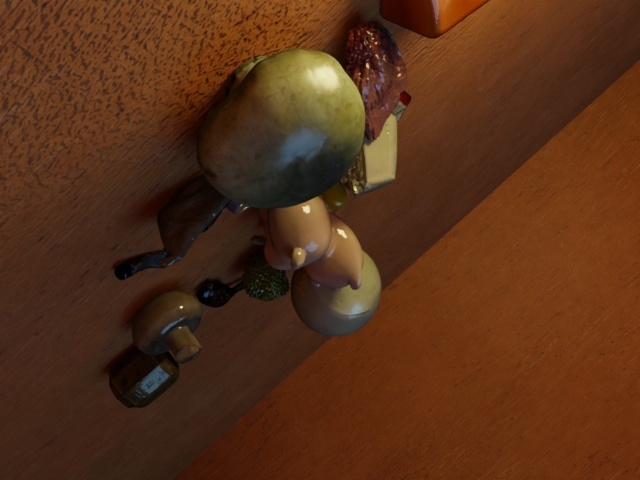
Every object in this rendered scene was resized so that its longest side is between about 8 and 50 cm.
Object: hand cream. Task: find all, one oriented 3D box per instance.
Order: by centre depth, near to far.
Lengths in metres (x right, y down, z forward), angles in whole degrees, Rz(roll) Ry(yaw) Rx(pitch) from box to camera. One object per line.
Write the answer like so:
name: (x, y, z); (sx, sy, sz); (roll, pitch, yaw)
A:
hand cream: (-0.421, 0.059, 1.416); (0.062, 0.039, 0.163); (-53, 164, 26)

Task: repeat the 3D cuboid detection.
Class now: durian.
durian: (-0.172, 0.106, 1.823); (0.146, 0.159, 0.198); (-7, -175, -6)

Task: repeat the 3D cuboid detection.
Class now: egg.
egg: (0.046, 0.161, 1.861); (0.283, 0.283, 0.345); (-32, 161, -25)

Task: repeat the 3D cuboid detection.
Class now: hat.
hat: (0.115, -0.383, 1.334); (0.286, 0.107, 0.236); (44, 60, -64)

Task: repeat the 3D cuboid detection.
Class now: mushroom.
mushroom: (-0.078, -0.210, 1.139); (0.352, 0.260, 0.352); (-31, 162, -11)
mushroom: (-0.399, 0.245, 1.608); (0.204, 0.204, 0.204); (-36, 160, -15)

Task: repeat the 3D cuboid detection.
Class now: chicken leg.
chicken leg: (-0.301, 0.158, 1.841); (0.106, 0.051, 0.253); (-55, 161, 20)

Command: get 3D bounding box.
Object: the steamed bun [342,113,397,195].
steamed bun: (0.095, -0.225, 1.513); (0.171, 0.225, 0.200); (-1, 180, 43)

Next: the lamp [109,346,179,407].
lamp: (-0.530, 0.403, 1.776); (0.185, 0.161, 0.161); (-38, 161, -8)

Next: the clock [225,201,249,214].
clock: (-0.171, -0.119, 1.423); (0.153, 0.050, 0.110); (-39, 176, -22)

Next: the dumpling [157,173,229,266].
dumpling: (-0.273, -0.085, 1.297); (0.332, 0.166, 0.086); (-51, 123, -25)

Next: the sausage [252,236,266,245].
sausage: (-0.169, 0.004, 1.789); (0.024, 0.024, 0.132); (-47, 161, 15)

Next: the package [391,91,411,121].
package: (0.163, -0.331, 1.683); (0.239, 0.030, 0.154); (-47, 159, 17)

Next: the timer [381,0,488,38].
timer: (0.252, -0.582, 1.198); (0.257, 0.161, 0.250); (-37, 146, -10)

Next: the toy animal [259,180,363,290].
toy animal: (-0.060, 0.001, 1.577); (0.278, 0.344, 0.247); (-14, -172, 29)
